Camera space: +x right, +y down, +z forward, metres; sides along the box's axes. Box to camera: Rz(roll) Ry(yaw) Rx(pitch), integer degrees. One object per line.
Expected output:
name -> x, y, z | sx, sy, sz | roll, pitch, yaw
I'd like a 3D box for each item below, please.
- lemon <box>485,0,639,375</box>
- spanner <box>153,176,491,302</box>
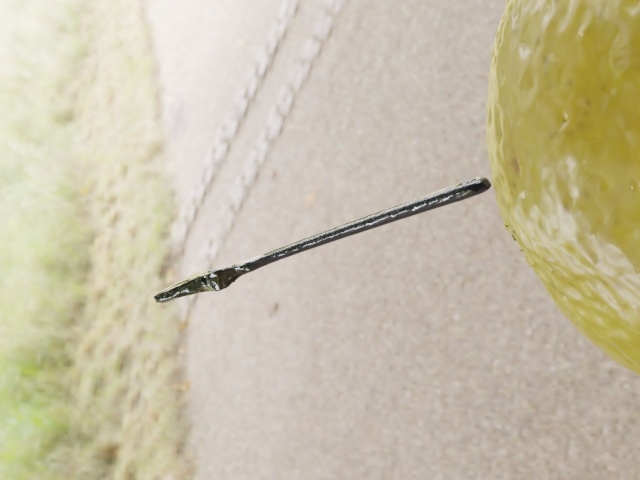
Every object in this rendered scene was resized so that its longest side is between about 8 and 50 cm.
lemon -> 0.208, -0.055, 0.628 | 0.293, 0.293, 0.293 | -35, 49, 53
spanner -> 0.000, 0.000, 0.808 | 0.046, 0.208, 0.012 | -58, -52, -82
